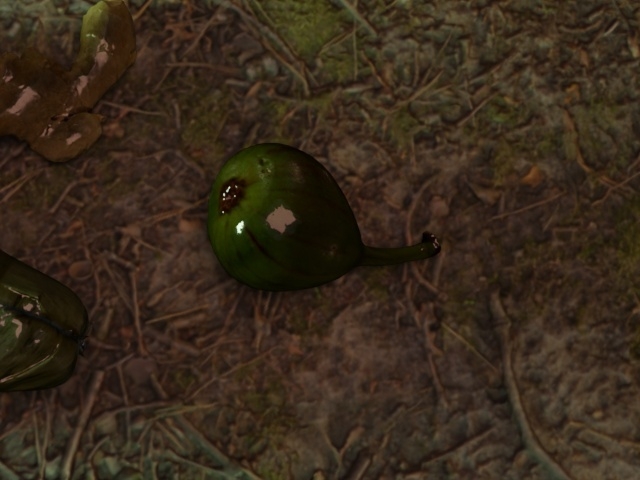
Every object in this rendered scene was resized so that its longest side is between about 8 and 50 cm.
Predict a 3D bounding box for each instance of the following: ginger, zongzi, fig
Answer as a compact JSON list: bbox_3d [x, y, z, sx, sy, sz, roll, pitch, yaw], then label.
[{"bbox_3d":[-0.274,-0.175,1.507,0.133,0.059,0.214,25,76,-10],"label":"ginger"},{"bbox_3d":[-0.378,0.128,1.388,0.250,0.125,0.274,27,75,2],"label":"zongzi"},{"bbox_3d":[0.000,0.000,1.518,0.259,0.151,0.151,25,73,-34],"label":"fig"}]
